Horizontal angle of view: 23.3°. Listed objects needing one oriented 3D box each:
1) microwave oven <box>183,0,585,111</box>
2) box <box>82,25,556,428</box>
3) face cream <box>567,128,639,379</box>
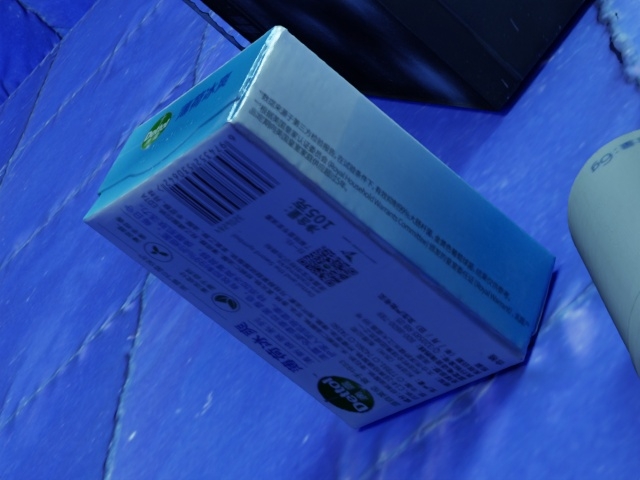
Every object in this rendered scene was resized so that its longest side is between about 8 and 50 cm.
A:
[{"bbox_3d":[0.063,-0.300,1.152,0.374,0.236,0.432,-51,19,-6],"label":"microwave oven"},{"bbox_3d":[0.000,0.001,0.789,0.139,0.194,0.073,-28,30,47],"label":"box"},{"bbox_3d":[0.151,0.034,0.566,0.077,0.077,0.250,-45,18,15],"label":"face cream"}]
